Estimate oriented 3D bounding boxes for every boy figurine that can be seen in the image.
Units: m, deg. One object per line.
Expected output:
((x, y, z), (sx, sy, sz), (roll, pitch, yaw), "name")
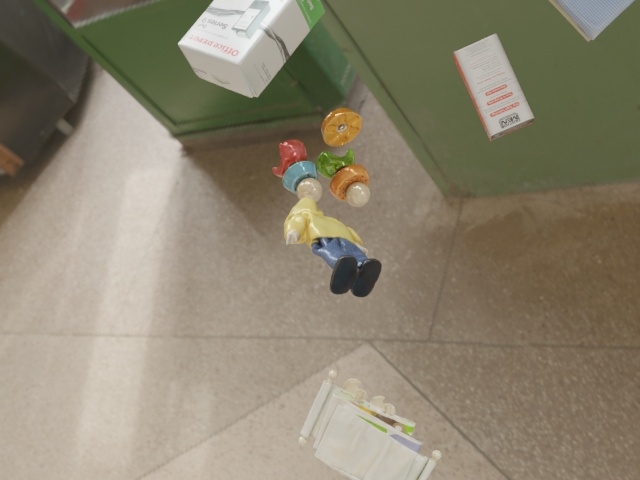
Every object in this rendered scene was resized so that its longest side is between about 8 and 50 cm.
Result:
((0.000, 0.000, 1.614), (0.285, 0.177, 0.092), (44, 120, 51), "boy figurine")

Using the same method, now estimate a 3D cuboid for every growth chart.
((0.079, 0.333, 1.361), (0.237, 0.021, 0.172), (35, 109, 9), "growth chart")

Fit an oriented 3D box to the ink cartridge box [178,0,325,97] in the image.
((-0.163, -0.505, 1.977), (0.211, 0.121, 0.289), (24, 71, 32), "ink cartridge box")

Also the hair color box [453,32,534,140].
((0.259, -0.229, 1.247), (0.072, 0.043, 0.141), (-22, 82, 9), "hair color box")

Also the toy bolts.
((0.022, -0.174, 1.933), (0.228, 0.218, 0.158), (-12, 49, -25), "toy bolts")

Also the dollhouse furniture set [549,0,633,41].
((0.420, -0.384, 1.086), (0.303, 0.286, 0.198), (-41, -3, 13), "dollhouse furniture set")
